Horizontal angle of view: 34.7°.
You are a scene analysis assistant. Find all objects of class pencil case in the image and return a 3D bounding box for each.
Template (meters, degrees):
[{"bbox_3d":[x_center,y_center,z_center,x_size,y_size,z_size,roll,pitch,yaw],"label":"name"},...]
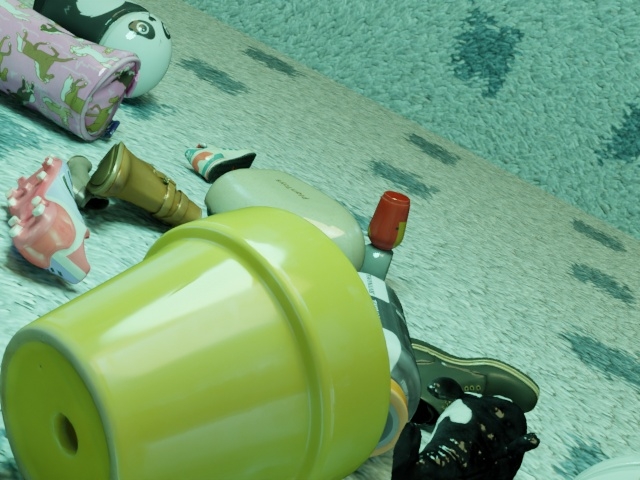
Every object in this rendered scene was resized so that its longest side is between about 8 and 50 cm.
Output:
[{"bbox_3d":[-0.476,-0.304,1.600,0.386,0.160,0.167,28,-15,7],"label":"pencil case"}]

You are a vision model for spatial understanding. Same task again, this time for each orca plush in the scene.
[{"bbox_3d":[0.168,0.199,1.050,0.287,0.102,0.151,21,51,-55],"label":"orca plush"}]

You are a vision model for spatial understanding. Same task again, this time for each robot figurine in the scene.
[{"bbox_3d":[-0.401,-0.377,1.871,0.278,0.209,0.173,33,-21,20],"label":"robot figurine"}]

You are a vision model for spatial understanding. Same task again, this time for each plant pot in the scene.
[{"bbox_3d":[-0.113,0.117,0.828,0.239,0.254,0.254,-17,44,-43],"label":"plant pot"}]

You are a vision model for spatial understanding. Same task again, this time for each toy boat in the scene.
[{"bbox_3d":[0.000,0.000,1.477,0.318,0.148,0.267,1,25,-39],"label":"toy boat"}]

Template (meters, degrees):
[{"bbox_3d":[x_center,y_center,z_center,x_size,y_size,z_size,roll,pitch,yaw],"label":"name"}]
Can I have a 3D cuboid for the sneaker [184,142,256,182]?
[{"bbox_3d":[-0.170,-0.142,1.732,0.075,0.057,0.161,37,23,13],"label":"sneaker"}]

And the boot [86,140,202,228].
[{"bbox_3d":[-0.226,-0.063,1.364,0.152,0.073,0.197,38,8,-13],"label":"boot"}]

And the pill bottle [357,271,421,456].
[{"bbox_3d":[0.041,0.137,1.126,0.131,0.130,0.245,23,18,-11],"label":"pill bottle"}]

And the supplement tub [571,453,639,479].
[{"bbox_3d":[0.249,0.309,0.774,0.228,0.228,0.316,30,18,12],"label":"supplement tub"}]

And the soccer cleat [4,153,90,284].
[{"bbox_3d":[-0.315,-0.027,1.205,0.095,0.083,0.248,52,2,-24],"label":"soccer cleat"}]

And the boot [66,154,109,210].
[{"bbox_3d":[-0.317,-0.073,1.373,0.087,0.042,0.118,38,21,13],"label":"boot"}]

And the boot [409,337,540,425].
[{"bbox_3d":[0.173,0.199,1.256,0.198,0.076,0.137,13,22,1],"label":"boot"}]
